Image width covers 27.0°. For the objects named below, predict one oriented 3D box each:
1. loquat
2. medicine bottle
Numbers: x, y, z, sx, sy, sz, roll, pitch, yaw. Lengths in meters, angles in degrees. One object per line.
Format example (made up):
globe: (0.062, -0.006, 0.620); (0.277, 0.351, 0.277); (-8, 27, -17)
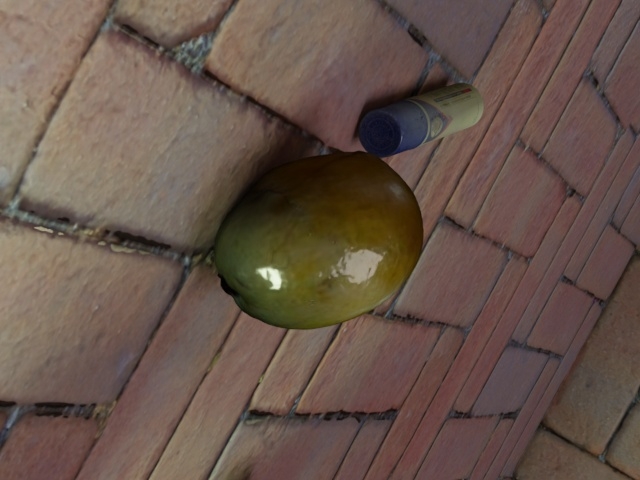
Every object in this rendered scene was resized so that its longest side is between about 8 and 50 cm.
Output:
loquat: (0.000, 0.000, 1.330); (0.227, 0.179, 0.179); (-27, 142, -42)
medicine bottle: (0.122, -0.144, 1.574); (0.231, 0.059, 0.059); (-25, 140, -57)
